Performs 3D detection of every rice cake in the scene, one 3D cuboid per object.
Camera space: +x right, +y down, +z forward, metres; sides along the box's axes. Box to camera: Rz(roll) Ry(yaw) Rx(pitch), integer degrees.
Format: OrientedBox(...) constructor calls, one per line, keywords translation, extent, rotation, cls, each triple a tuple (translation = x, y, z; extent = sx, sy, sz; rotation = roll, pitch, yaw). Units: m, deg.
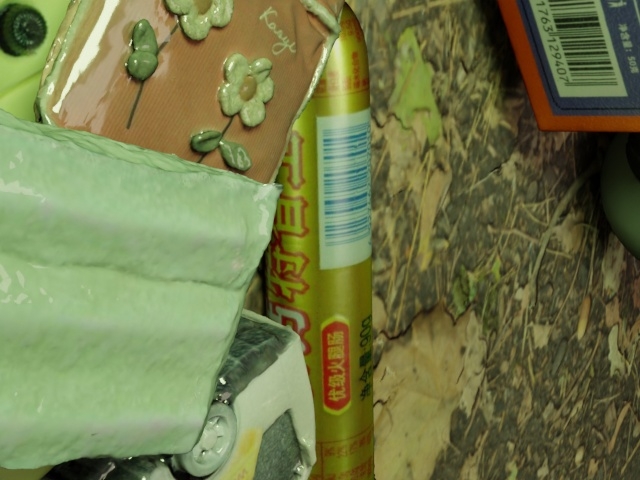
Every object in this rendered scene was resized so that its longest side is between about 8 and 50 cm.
OrientedBox(translation=(-0.113, 0.014, 0.325), extent=(0.237, 0.043, 0.127), rotation=(12, 104, -45), cls="rice cake")

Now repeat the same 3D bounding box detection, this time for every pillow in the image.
OrientedBox(translation=(-0.028, -0.119, 0.417), extent=(0.126, 0.043, 0.232), rotation=(37, 74, -51), cls="pillow")

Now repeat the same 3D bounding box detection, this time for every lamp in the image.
OrientedBox(translation=(0.392, -0.064, 1.060), extent=(0.244, 0.197, 0.198), rotation=(-49, 137, -54), cls="lamp")

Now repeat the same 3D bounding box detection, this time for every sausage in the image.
OrientedBox(translation=(0.000, 0.000, 0.654), extent=(0.082, 0.082, 0.372), rotation=(-22, 117, -47), cls="sausage")

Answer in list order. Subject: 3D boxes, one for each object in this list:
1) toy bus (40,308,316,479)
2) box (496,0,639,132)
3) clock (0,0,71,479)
OrientedBox(translation=(-0.133, 0.171, 0.516), extent=(0.342, 0.097, 0.138), rotation=(-41, 133, -37), cls="toy bus")
OrientedBox(translation=(0.293, -0.304, 0.760), extent=(0.318, 0.257, 0.349), rotation=(-46, 126, -32), cls="box")
OrientedBox(translation=(-0.176, -0.060, 0.375), extent=(0.286, 0.117, 0.348), rotation=(-43, 132, -37), cls="clock")
